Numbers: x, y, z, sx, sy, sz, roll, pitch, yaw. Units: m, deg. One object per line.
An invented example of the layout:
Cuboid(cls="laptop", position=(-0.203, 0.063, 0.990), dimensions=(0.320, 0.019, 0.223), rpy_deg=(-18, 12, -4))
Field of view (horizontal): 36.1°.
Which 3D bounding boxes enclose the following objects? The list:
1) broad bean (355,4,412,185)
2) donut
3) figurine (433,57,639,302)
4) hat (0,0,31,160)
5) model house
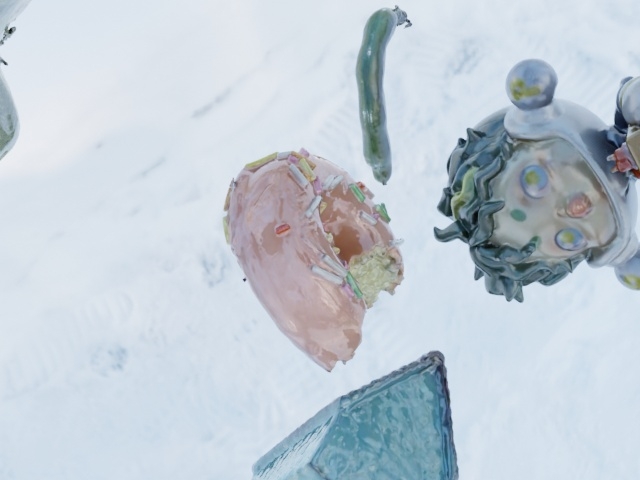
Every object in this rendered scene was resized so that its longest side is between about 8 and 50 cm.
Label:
Cuboid(cls="broad bean", position=(0.095, -0.239, 1.522), dimensions=(0.049, 0.144, 0.292), rpy_deg=(3, 82, 29))
Cuboid(cls="donut", position=(0.000, 0.000, 0.932), dimensions=(0.085, 0.233, 0.199), rpy_deg=(-31, 99, 26))
Cuboid(cls="figurine", position=(0.285, -0.073, 0.949), dimensions=(0.382, 0.186, 0.261), rpy_deg=(-25, 93, 32))
Cuboid(cls="hat", position=(-0.262, -0.088, 0.658), dimensions=(0.252, 0.252, 0.110), rpy_deg=(-27, 102, -3))
Cuboid(cls="model house", position=(0.062, 0.281, 1.192), dimensions=(0.230, 0.280, 0.249), rpy_deg=(41, 49, -4))
